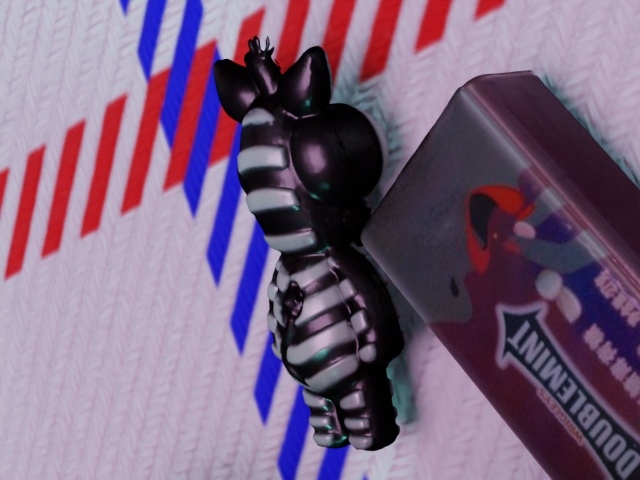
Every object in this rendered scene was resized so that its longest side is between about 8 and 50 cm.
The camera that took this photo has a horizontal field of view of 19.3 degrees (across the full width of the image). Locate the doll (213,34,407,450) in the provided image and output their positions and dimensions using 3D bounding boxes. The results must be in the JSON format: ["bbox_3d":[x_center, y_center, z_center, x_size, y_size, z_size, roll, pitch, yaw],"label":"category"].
[{"bbox_3d":[0.000,0.000,0.966,0.091,0.067,0.219,-4,101,53],"label":"doll"}]

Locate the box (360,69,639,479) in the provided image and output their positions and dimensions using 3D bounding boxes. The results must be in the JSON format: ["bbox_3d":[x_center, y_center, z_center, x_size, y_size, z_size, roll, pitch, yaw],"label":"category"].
[{"bbox_3d":[0.121,0.038,0.858,0.224,0.069,0.120,50,128,25],"label":"box"}]
